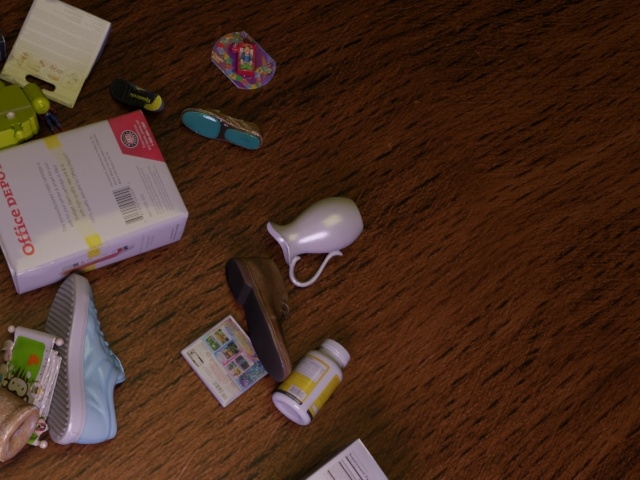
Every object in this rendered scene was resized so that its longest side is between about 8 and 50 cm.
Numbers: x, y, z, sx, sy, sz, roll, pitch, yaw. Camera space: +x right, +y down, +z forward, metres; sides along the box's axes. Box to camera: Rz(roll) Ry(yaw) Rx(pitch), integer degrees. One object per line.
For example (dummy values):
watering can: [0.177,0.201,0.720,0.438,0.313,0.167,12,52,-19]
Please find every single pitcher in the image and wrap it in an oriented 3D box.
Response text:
pitcher: [0.000,0.000,2.050,0.207,0.125,0.178,-22,98,-12]

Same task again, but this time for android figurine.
android figurine: [-0.717,-0.273,1.889,0.248,0.056,0.273,-19,40,-21]

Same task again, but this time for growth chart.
growth chart: [-0.598,0.292,1.754,0.172,0.021,0.237,1,75,24]

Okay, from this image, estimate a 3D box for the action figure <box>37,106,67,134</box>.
action figure: [-0.631,-0.288,2.013,0.038,0.030,0.115,-37,81,-20]

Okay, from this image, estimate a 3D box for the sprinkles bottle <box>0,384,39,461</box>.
sprinkles bottle: [-0.720,0.287,1.674,0.355,0.121,0.121,28,64,10]

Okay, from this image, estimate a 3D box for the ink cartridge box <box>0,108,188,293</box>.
ink cartridge box: [-0.524,-0.086,1.892,0.384,0.160,0.279,-20,76,-22]

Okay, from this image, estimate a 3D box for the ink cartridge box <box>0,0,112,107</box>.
ink cartridge box: [-0.631,-0.452,2.075,0.189,0.066,0.232,22,86,-8]

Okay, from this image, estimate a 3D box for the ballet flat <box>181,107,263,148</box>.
ballet flat: [-0.237,-0.280,2.115,0.206,0.073,0.067,22,38,-10]

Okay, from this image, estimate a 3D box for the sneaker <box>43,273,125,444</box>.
sneaker: [-0.488,0.251,1.815,0.150,0.135,0.366,20,55,-42]

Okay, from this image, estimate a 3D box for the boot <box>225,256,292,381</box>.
boot: [-0.108,0.166,1.945,0.115,0.112,0.305,-7,63,-33]

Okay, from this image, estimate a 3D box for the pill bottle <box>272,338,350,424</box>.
pill bottle: [-0.015,0.310,1.924,0.103,0.103,0.184,41,64,1]

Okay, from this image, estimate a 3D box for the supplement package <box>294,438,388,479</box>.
supplement package: [0.009,0.574,1.776,0.262,0.199,0.198,-32,81,-24]

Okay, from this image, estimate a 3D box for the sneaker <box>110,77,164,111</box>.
sneaker: [-0.438,-0.344,2.081,0.144,0.059,0.053,26,96,11]

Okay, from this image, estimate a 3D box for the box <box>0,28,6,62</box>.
box: [-0.823,-0.489,1.996,0.158,0.093,0.156,-14,74,-22]

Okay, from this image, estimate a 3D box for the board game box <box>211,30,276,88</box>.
board game box: [-0.194,-0.466,2.207,0.169,0.033,0.133,46,64,5]

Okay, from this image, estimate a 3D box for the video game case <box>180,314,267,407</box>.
video game case: [-0.208,0.267,1.931,0.143,0.019,0.157,-36,83,-25]
